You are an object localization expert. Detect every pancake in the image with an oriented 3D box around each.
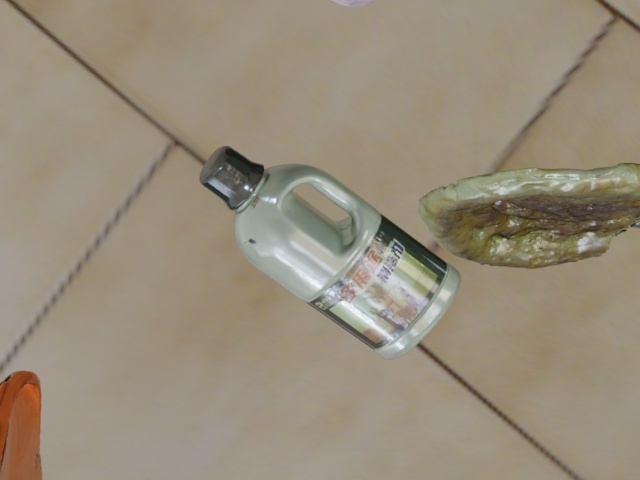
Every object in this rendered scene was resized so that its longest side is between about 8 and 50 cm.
[{"bbox_3d":[0.103,-0.013,0.826,0.116,0.129,0.022,0,73,-7],"label":"pancake"}]

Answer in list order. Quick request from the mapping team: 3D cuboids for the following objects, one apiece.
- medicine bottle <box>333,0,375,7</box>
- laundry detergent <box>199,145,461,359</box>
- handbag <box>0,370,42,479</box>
[{"bbox_3d":[0.127,-0.340,1.495,0.426,0.108,0.108,-36,70,50],"label":"medicine bottle"},{"bbox_3d":[0.000,0.000,1.460,0.226,0.070,0.099,37,116,-16],"label":"laundry detergent"},{"bbox_3d":[-0.340,0.338,1.683,0.116,0.410,0.303,2,128,3],"label":"handbag"}]
